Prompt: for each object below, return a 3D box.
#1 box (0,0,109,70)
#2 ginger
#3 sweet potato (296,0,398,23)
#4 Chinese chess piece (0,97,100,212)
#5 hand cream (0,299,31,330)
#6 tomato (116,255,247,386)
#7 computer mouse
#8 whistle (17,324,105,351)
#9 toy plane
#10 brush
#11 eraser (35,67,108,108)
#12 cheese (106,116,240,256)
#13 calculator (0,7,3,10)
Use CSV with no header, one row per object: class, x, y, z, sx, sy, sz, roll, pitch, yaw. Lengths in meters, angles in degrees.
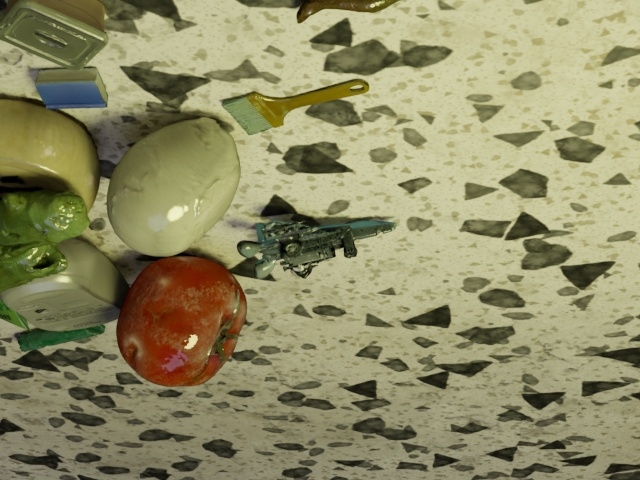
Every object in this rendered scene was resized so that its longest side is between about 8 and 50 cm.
box,-0.326,-0.269,1.607,0.122,0.062,0.089,22,146,-31
ginger,-0.420,-0.001,1.879,0.137,0.089,0.290,28,142,-9
sweet potato,0.035,-0.288,1.572,0.153,0.038,0.041,-7,127,21
Chinese chess piece,-0.445,-0.102,1.885,0.257,0.104,0.257,3,152,1
hand cream,-0.558,0.101,2.250,0.175,0.046,0.095,18,140,53
tomato,-0.234,0.131,2.197,0.189,0.232,0.232,27,157,17
computer mouse,-0.433,0.065,2.179,0.184,0.121,0.297,-16,164,10
whistle,-0.488,0.176,2.472,0.186,0.039,0.039,-15,147,27
toy plane,0.001,0.007,2.075,0.246,0.078,0.169,-5,150,13
brush,-0.028,-0.189,1.788,0.205,0.011,0.083,-12,148,23
eraser,-0.334,-0.204,1.766,0.085,0.027,0.063,-1,153,5
cheese,-0.214,-0.072,1.859,0.154,0.189,0.198,35,150,7
calculator,-0.511,-0.318,1.574,0.262,0.021,0.161,11,150,-16
